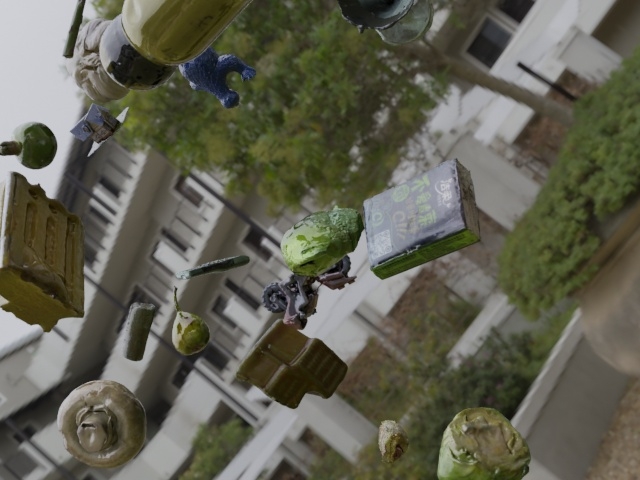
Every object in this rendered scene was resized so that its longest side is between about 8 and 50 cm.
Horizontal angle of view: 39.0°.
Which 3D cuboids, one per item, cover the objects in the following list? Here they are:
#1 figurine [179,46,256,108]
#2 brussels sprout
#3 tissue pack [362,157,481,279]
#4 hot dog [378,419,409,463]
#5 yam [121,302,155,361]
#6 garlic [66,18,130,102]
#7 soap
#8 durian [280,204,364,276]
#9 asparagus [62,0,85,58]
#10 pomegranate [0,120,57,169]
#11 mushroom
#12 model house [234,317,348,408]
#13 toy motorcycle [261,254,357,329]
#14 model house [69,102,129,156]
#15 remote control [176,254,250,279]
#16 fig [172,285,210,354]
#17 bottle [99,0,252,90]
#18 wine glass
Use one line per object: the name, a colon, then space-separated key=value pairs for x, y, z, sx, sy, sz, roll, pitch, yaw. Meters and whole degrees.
figurine: x=-0.320 y=-0.476 z=2.563 sx=0.164 sy=0.262 sz=0.121 roll=-48 pitch=3 yaw=37
brussels sprout: x=0.266 y=0.366 z=1.518 sx=0.122 sy=0.151 sz=0.149 roll=-62 pitch=-4 yaw=35
tissue pack: x=0.197 y=-0.041 z=1.807 sx=0.235 sy=0.173 sz=0.073 roll=-25 pitch=-36 yaw=30
hot dog: x=0.160 y=0.440 z=1.957 sx=0.169 sy=0.061 sz=0.078 roll=-87 pitch=5 yaw=-82
yam: x=-0.394 y=0.196 z=1.948 sx=0.054 sy=0.054 sz=0.132 roll=-28 pitch=-44 yaw=-67
garlic: x=-0.595 y=-0.492 z=2.470 sx=0.228 sy=0.228 sz=0.152 roll=-56 pitch=-18 yaw=24
soap: x=-0.645 y=0.024 z=2.028 sx=0.143 sy=0.281 sz=0.259 roll=-20 pitch=-38 yaw=16
durian: x=0.000 y=0.000 z=1.597 sx=0.139 sy=0.101 sz=0.250 roll=-35 pitch=-1 yaw=29
asparagus: x=-0.487 y=-0.481 z=1.844 sx=0.025 sy=0.024 sz=0.248 roll=87 pitch=-167 yaw=-71
pomegranate: x=-0.432 y=-0.136 z=1.343 sx=0.084 sy=0.073 sz=0.073 roll=-50 pitch=-9 yaw=-32
mushroom: x=-0.403 y=0.339 z=1.659 sx=0.166 sy=0.166 sz=0.127 roll=-55 pitch=-6 yaw=15
model house: x=-0.070 y=0.343 z=2.354 sx=0.268 sy=0.239 sz=0.173 roll=-49 pitch=-15 yaw=-43
toy motorcycle: x=-0.017 y=0.107 z=1.877 sx=0.212 sy=0.118 sz=0.084 roll=-31 pitch=-8 yaw=16
model house: x=-0.645 y=-0.336 z=2.605 sx=0.167 sy=0.088 sz=0.117 roll=-33 pitch=32 yaw=33
remote control: x=-0.239 y=0.062 z=2.031 sx=0.166 sy=0.029 sz=0.065 roll=-16 pitch=5 yaw=-39
fig: x=-0.304 y=0.189 z=2.117 sx=0.093 sy=0.093 sz=0.166 roll=120 pitch=151 yaw=-41
bottle: x=-0.255 y=-0.398 z=1.569 sx=0.351 sy=0.171 sz=0.171 roll=-36 pitch=1 yaw=34
wine glass: x=0.123 y=-0.426 z=1.604 sx=0.156 sy=0.156 sz=0.232 roll=-54 pitch=-12 yaw=11
